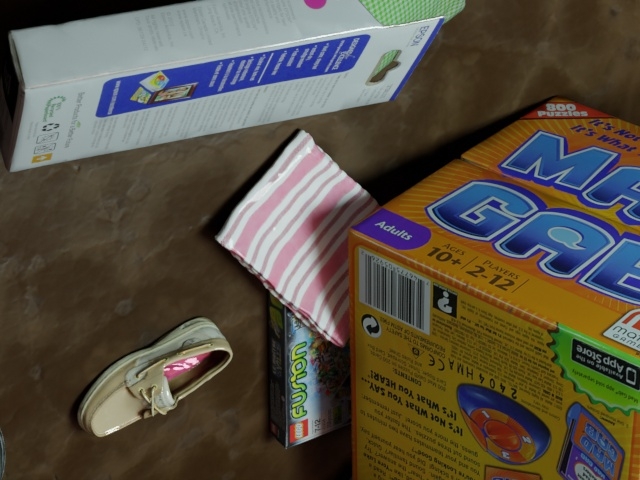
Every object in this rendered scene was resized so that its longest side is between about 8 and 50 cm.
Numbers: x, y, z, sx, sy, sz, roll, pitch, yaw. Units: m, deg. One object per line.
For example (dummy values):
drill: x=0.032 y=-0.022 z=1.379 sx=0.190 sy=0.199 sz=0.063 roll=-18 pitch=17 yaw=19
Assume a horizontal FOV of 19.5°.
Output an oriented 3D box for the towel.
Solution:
towel: x=0.000 y=0.000 z=1.870 sx=0.197 sy=0.029 sz=0.144 roll=43 pitch=77 yaw=-33

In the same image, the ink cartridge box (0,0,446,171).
ink cartridge box: x=-0.091 y=-0.147 z=1.604 sx=0.371 sy=0.069 sz=0.176 roll=-10 pitch=162 yaw=-17

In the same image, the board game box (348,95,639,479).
board game box: x=0.276 y=0.122 z=1.913 sx=0.356 sy=0.356 sz=0.356 roll=-32 pitch=134 yaw=-39

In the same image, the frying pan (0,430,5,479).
frying pan: x=-0.350 y=0.264 z=1.792 sx=0.197 sy=0.053 sz=0.326 roll=-47 pitch=132 yaw=-3

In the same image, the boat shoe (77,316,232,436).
boat shoe: x=-0.162 y=0.142 z=1.847 sx=0.170 sy=0.059 sz=0.063 roll=-37 pitch=133 yaw=-14

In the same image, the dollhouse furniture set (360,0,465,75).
dollhouse furniture set: x=0.065 y=-0.258 z=1.705 sx=0.197 sy=0.151 sz=0.301 roll=-34 pitch=133 yaw=-16

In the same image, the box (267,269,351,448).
box: x=0.001 y=0.113 z=1.972 sx=0.114 sy=0.036 sz=0.207 roll=-20 pitch=127 yaw=-27

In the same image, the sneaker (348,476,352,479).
sneaker: x=0.093 y=0.353 z=2.156 sx=0.151 sy=0.094 sz=0.256 roll=-55 pitch=136 yaw=0
